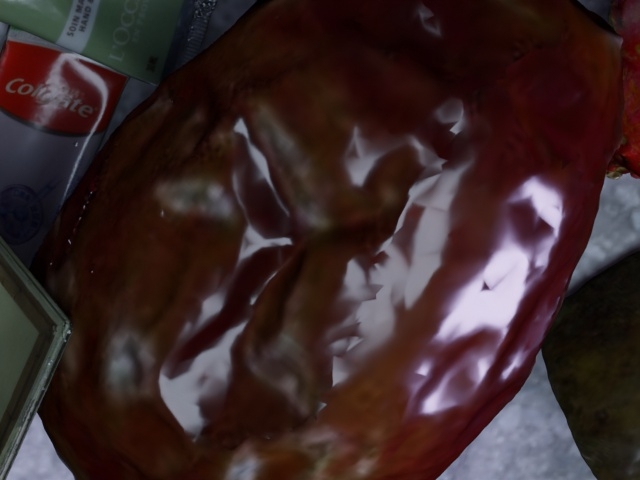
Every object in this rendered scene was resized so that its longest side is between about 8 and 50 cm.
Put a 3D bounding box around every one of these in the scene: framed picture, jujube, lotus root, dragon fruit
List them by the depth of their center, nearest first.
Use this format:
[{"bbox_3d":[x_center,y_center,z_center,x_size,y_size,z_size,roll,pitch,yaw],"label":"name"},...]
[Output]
[{"bbox_3d":[-0.001,0.001,0.905,0.276,0.276,0.377,23,108,-18],"label":"jujube"},{"bbox_3d":[-0.220,0.051,0.922,0.010,0.231,0.173,7,119,-42],"label":"framed picture"},{"bbox_3d":[0.199,-0.069,0.976,0.153,0.153,0.111,34,124,-21],"label":"dragon fruit"},{"bbox_3d":[0.310,0.089,1.057,0.314,0.142,0.210,-20,115,0],"label":"lotus root"}]

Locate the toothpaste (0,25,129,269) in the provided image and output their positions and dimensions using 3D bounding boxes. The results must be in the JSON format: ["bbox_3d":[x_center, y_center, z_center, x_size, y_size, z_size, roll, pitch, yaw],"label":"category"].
[{"bbox_3d":[-0.201,0.015,0.994,0.075,0.048,0.301,24,103,1],"label":"toothpaste"}]

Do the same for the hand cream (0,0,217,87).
[{"bbox_3d":[-0.169,-0.154,0.920,0.235,0.055,0.086,17,101,-20],"label":"hand cream"}]
